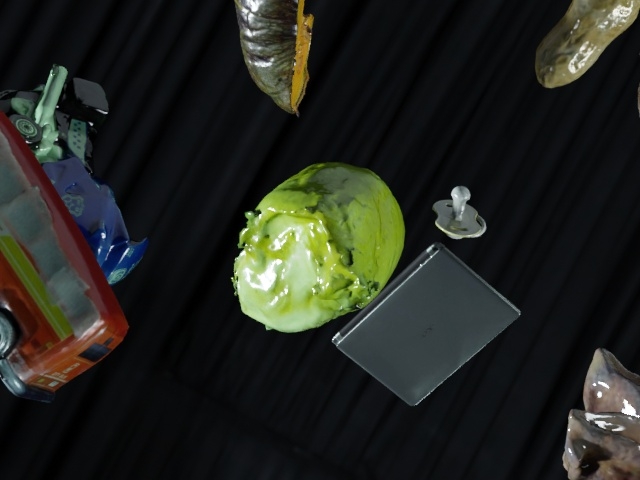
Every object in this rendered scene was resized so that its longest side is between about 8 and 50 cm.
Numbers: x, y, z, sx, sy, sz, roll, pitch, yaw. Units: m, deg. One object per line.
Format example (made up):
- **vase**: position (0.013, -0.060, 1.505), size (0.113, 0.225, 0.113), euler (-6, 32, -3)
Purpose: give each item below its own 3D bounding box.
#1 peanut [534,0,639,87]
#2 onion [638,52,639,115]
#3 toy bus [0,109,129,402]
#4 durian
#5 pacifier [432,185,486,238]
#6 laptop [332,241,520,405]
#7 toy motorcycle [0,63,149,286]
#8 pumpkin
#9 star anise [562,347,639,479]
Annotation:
- **peanut**: position (0.328, -0.261, 1.712), size (0.080, 0.174, 0.080), euler (37, -167, -10)
- **onion**: position (0.432, -0.108, 1.138), size (0.349, 0.159, 0.267), euler (1, 126, 22)
- **toy bus**: position (-0.266, -0.002, 1.155), size (0.265, 0.120, 0.121), euler (58, 179, 11)
- **durian**: position (0.000, 0.000, 1.899), size (0.204, 0.256, 0.339), euler (53, -147, -9)
- **pacifier**: position (0.177, -0.038, 1.737), size (0.068, 0.064, 0.083), euler (5, -147, -5)
- **laptop**: position (0.116, 0.095, 1.544), size (0.129, 0.180, 0.016), euler (39, -152, -13)
- **toy motorcycle**: position (-0.309, -0.058, 1.669), size (0.196, 0.125, 0.331), euler (18, -138, -31)
- **pumpkin**: position (-0.073, -0.274, 1.979), size (0.111, 0.163, 0.278), euler (5, 173, 2)
- **star anise**: position (0.228, 0.176, 0.963), size (0.073, 0.212, 0.197), euler (-28, 126, 31)
